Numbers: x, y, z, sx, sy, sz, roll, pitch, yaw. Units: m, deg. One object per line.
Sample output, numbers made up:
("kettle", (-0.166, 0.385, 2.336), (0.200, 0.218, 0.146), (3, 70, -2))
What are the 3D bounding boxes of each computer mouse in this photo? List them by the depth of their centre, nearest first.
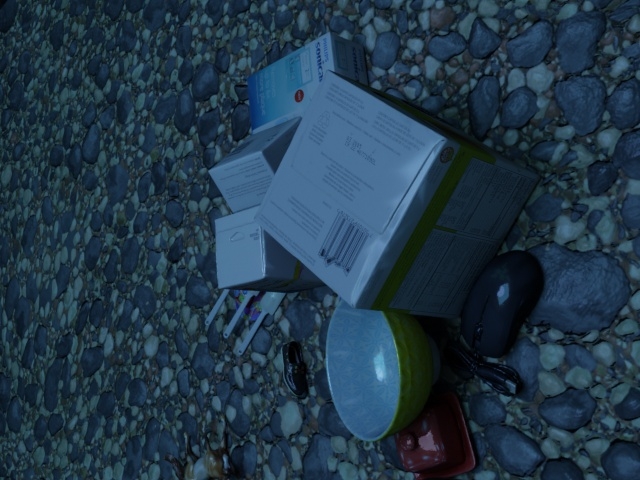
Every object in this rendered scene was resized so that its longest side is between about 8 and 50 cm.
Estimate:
("computer mouse", (0.332, 0.146, 1.502), (0.188, 0.072, 0.272), (29, 105, 44))

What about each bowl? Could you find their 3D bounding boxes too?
("bowl", (0.143, 0.243, 1.563), (0.289, 0.156, 0.290), (6, 96, 63))

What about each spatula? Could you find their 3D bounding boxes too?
("spatula", (-0.201, 0.166, 2.027), (0.168, 0.019, 0.242), (38, 116, 13))

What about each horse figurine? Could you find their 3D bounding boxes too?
("horse figurine", (-0.314, 0.579, 2.084), (0.263, 0.066, 0.175), (-34, 56, 34))

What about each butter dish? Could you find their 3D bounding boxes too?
("butter dish", (0.204, 0.396, 1.561), (0.159, 0.118, 0.160), (-30, 64, 39))

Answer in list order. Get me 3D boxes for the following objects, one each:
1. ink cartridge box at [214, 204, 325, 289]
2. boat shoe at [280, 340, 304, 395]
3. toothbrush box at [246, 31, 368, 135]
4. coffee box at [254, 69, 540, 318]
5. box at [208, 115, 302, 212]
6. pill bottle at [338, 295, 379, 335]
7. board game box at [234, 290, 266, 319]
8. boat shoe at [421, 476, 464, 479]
("ink cartridge box", (-0.106, 0.026, 1.834), (0.171, 0.232, 0.168), (-15, 74, 42))
("boat shoe", (-0.062, 0.306, 1.883), (0.042, 0.048, 0.133), (-40, 53, 43))
("toothbrush box", (-0.030, -0.332, 1.887), (0.295, 0.126, 0.217), (-16, 74, 41))
("coffee box", (0.146, -0.083, 1.532), (0.337, 0.334, 0.338), (41, 111, 40))
("box", (-0.121, -0.171, 1.782), (0.181, 0.181, 0.119), (-14, 115, 40))
("pill bottle", (0.106, 0.150, 1.719), (0.137, 0.078, 0.078), (47, 116, 37))
("board game box", (-0.193, 0.124, 2.049), (0.133, 0.033, 0.169), (-19, 71, 41))
("boat shoe", (0.310, 0.522, 1.440), (0.307, 0.110, 0.105), (7, 94, 43))
